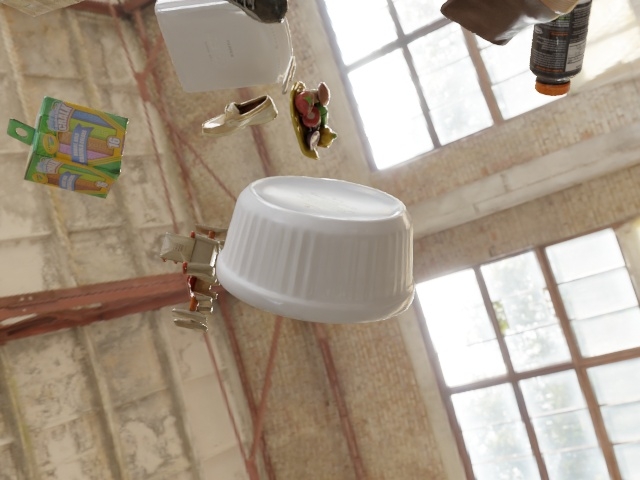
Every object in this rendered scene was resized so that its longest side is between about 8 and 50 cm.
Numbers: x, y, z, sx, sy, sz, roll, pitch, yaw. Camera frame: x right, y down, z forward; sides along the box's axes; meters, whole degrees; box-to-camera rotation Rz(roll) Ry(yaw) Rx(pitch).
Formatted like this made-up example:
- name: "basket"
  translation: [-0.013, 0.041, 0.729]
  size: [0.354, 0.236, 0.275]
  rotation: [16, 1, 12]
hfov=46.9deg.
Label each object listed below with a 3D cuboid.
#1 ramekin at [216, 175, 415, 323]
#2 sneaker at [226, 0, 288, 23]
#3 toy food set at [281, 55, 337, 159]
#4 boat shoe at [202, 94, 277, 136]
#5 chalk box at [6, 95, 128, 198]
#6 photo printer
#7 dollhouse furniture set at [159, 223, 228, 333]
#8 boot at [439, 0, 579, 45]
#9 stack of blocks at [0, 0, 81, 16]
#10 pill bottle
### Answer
- name: "ramekin"
  translation: [0.000, 0.000, 0.993]
  size: [0.273, 0.273, 0.127]
  rotation: [-27, -51, -60]
- name: "sneaker"
  translation: [-0.180, -0.492, 1.479]
  size: [0.229, 0.086, 0.132]
  rotation: [36, -143, 30]
- name: "toy food set"
  translation: [-0.012, -0.273, 1.574]
  size: [0.128, 0.071, 0.217]
  rotation: [-74, -26, -45]
- name: "boat shoe"
  translation: [-0.181, -0.275, 1.600]
  size: [0.063, 0.170, 0.059]
  rotation: [-110, 2, -47]
- name: "chalk box"
  translation: [-0.506, -0.186, 1.456]
  size: [0.213, 0.132, 0.132]
  rotation: [12, -115, -24]
- name: "photo printer"
  translation: [-0.228, -0.503, 1.848]
  size: [0.107, 0.308, 0.256]
  rotation: [-80, -18, -46]
- name: "dollhouse furniture set"
  translation: [-0.332, 0.073, 1.914]
  size: [0.259, 0.135, 0.261]
  rotation: [105, 175, -64]
- name: "boot"
  translation: [0.215, -0.346, 0.974]
  size: [0.249, 0.207, 0.090]
  rotation: [19, -109, -22]
- name: "stack of blocks"
  translation: [-0.611, -0.624, 1.676]
  size: [0.087, 0.297, 0.171]
  rotation: [17, -96, -43]
- name: "pill bottle"
  translation: [0.576, -0.477, 1.787]
  size: [0.130, 0.131, 0.245]
  rotation: [-68, -21, -50]
